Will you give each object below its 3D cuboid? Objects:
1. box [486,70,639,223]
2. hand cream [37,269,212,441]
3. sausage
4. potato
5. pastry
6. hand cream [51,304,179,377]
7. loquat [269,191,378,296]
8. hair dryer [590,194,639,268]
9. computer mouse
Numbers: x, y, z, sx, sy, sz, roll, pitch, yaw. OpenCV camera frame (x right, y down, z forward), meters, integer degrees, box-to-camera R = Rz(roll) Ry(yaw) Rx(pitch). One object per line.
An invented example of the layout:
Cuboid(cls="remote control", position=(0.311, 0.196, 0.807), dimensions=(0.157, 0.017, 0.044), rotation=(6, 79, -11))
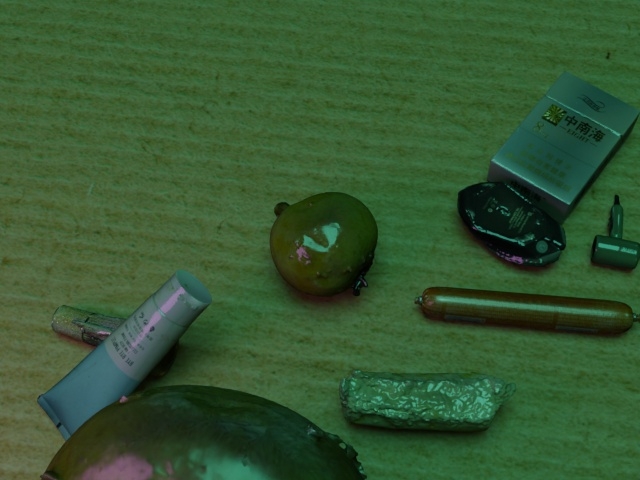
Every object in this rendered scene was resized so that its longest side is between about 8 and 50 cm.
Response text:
Cuboid(cls="box", position=(0.412, -0.162, 1.689), dimensions=(0.155, 0.067, 0.243), rotation=(33, 66, 17))
Cuboid(cls="hand cream", position=(-0.281, 0.174, 1.442), dimensions=(0.312, 0.070, 0.111), rotation=(-44, 73, 15))
Cuboid(cls="sausage", position=(0.319, 0.108, 1.540), dimensions=(0.348, 0.053, 0.053), rotation=(5, 60, 4))
Cuboid(cls="potato", position=(-0.134, 0.347, 1.185), dimensions=(0.442, 0.319, 0.385), rotation=(14, 32, 7))
Cuboid(cls="pastry", position=(0.151, 0.230, 1.445), dimensions=(0.259, 0.121, 0.089), rotation=(5, 85, -4))
Cuboid(cls="hand cream", position=(-0.319, 0.141, 1.524), dimensions=(0.203, 0.084, 0.084), rotation=(16, 61, 17))
Cuboid(cls="loquat", position=(0.000, 0.000, 1.556), dimensions=(0.204, 0.149, 0.172), rotation=(33, 69, 31))
Cuboid(cls="hair dryer", position=(0.482, -0.019, 1.627), dimensions=(0.071, 0.047, 0.150), rotation=(11, 50, 6))
Cuboid(cls="computer mouse", position=(0.303, -0.024, 1.614), dimensions=(0.192, 0.062, 0.105), rotation=(33, 64, 12))
